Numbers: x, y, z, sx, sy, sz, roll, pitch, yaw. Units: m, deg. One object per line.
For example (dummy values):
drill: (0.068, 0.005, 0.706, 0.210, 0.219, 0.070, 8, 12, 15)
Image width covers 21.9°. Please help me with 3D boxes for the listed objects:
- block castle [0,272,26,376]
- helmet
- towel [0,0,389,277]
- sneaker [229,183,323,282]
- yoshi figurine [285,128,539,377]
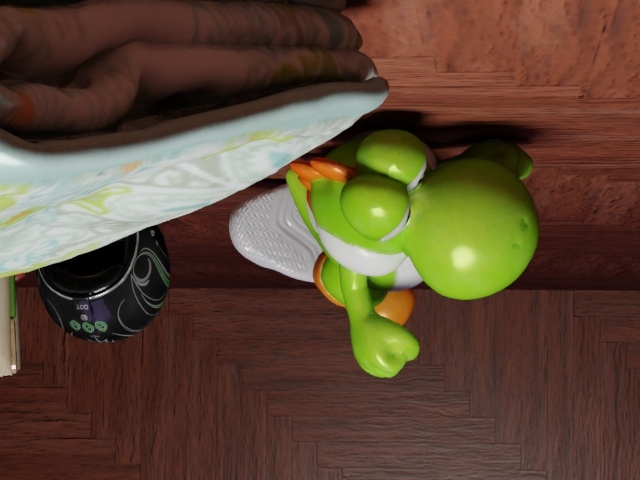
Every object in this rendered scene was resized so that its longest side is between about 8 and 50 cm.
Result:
block castle: (-0.435, 0.030, 1.598, 0.303, 0.213, 0.453, -2, 177, -9)
helmet: (-0.252, 0.036, 1.931, 0.169, 0.169, 0.161, 0, 157, 9)
towel: (-0.172, -0.033, 0.818, 0.320, 0.090, 0.374, -22, 175, 29)
sneaker: (0.000, 0.000, 1.731, 0.268, 0.101, 0.153, 1, 172, -33)
yoshi figurine: (0.090, 0.000, 1.393, 0.203, 0.203, 0.362, -15, 172, -1)
